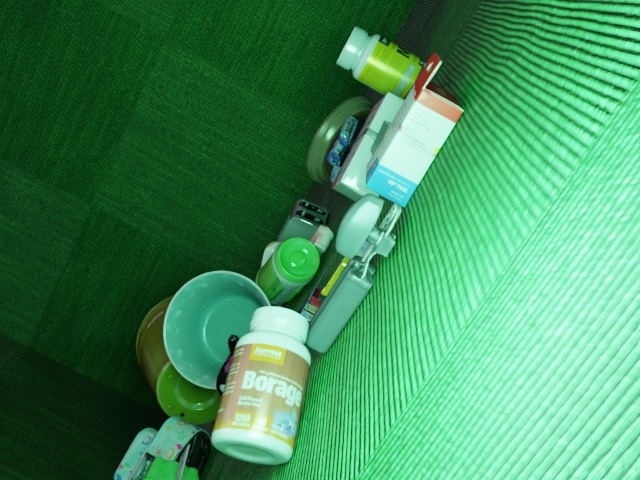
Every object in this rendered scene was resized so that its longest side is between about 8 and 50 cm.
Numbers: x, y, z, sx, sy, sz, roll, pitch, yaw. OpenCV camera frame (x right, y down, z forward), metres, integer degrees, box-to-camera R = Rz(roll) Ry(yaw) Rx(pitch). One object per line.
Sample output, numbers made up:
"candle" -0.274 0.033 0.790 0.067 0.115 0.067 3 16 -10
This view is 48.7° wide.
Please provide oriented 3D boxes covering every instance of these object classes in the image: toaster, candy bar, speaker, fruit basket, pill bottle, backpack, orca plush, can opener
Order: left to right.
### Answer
"fruit basket" -0.364 0.683 1.561 0.327 0.165 0.353 -59 22 26
"backpack" -0.413 0.605 1.904 0.253 0.191 0.225 -57 -22 -20
"orca plush" -0.159 0.248 1.596 0.287 0.102 0.151 -39 32 31
"pill bottle" -0.082 0.215 1.067 0.121 0.121 0.216 127 159 -56
"speaker" -0.092 0.086 1.873 0.131 0.131 0.296 -64 7 -22
"toaster" -0.062 -0.020 2.171 0.186 0.110 0.168 -59 6 24
"can opener" 0.036 0.049 1.103 0.283 0.095 0.076 -58 6 28
"backpack" 0.078 -0.212 1.836 0.173 0.116 0.158 -61 5 38
"candy bar" 0.056 0.038 1.245 0.161 0.040 0.018 -60 -3 13
"pill bottle" 0.150 -0.415 1.684 0.119 0.208 0.119 -61 7 12

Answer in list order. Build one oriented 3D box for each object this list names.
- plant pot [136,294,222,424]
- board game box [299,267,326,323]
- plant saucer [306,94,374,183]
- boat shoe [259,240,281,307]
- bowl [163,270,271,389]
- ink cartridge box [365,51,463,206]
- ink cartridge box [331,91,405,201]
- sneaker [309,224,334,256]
"plant pot" -0.390 0.389 2.197 0.367 0.366 0.353 -61 18 6
"board game box" -0.016 0.137 1.462 0.169 0.033 0.133 -60 -1 -34
"plant saucer" 0.070 -0.272 1.971 0.278 0.041 0.278 -40 -28 -26
"boat shoe" -0.133 0.144 2.084 0.098 0.096 0.277 -15 -57 -48
"bowl" -0.257 0.248 1.939 0.312 0.311 0.163 -62 -13 -5
"ink cartridge box" 0.163 -0.186 1.170 0.231 0.078 0.134 -60 7 21
"ink cartridge box" 0.119 -0.193 1.520 0.218 0.092 0.158 -60 6 -3
"sneaker" 0.000 0.000 1.849 0.070 0.051 0.134 -62 9 -14
